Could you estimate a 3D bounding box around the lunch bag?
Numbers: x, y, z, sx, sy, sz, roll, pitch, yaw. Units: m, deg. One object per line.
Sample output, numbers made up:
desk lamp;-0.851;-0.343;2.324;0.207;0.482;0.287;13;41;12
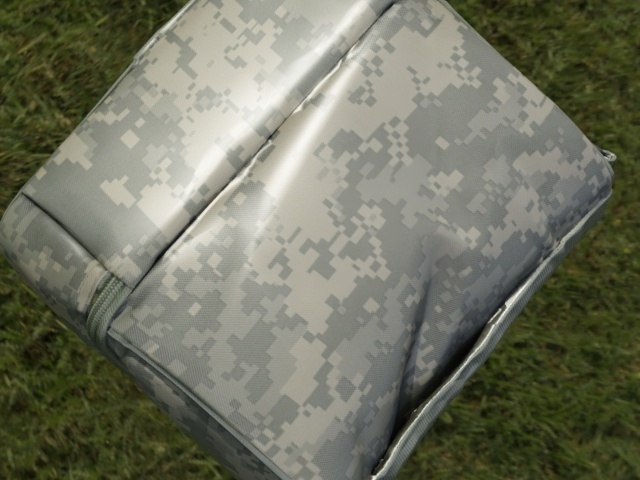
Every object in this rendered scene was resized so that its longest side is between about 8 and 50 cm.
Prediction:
lunch bag;0.000;0.000;0.592;0.256;0.212;0.305;36;75;20
